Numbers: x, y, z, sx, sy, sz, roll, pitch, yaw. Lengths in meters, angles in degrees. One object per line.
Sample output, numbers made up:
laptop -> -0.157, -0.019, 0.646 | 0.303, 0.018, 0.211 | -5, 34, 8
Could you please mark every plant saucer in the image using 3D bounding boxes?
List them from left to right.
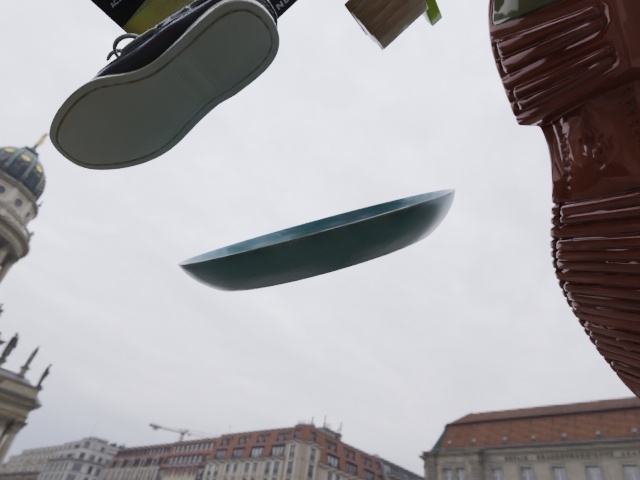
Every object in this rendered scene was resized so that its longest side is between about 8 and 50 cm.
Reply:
plant saucer -> 0.000, 0.000, 0.504 | 0.318, 0.318, 0.043 | -13, -85, 27

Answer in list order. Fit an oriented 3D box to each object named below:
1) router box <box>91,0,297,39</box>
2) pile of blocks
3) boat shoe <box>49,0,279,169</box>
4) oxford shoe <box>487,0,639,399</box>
router box -> -0.163, -0.405, 0.644 | 0.309, 0.081, 0.243 | -41, -24, 7
pile of blocks -> 0.185, -0.446, 0.668 | 0.149, 0.362, 0.113 | 33, 7, 31
boat shoe -> -0.154, -0.158, 0.420 | 0.255, 0.079, 0.095 | -30, -47, 19
oxford shoe -> 0.265, -0.048, 0.326 | 0.147, 0.396, 0.140 | -21, 9, -15
